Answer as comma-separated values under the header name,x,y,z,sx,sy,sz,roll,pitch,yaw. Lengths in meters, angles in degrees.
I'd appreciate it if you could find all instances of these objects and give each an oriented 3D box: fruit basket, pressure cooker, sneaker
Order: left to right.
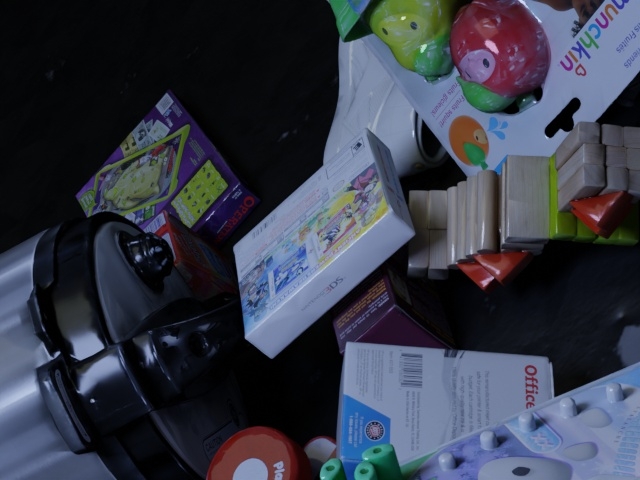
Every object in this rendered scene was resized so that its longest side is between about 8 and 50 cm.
name,x,y,z,sx,sy,sz,roll,pitch,yaw
pressure cooker,-0.261,0.174,1.930,0.420,0.375,0.370,-27,42,12
sneaker,0.106,-0.192,2.121,0.169,0.108,0.293,-17,55,41
fruit basket,0.149,-0.237,1.841,0.353,0.165,0.327,58,140,17

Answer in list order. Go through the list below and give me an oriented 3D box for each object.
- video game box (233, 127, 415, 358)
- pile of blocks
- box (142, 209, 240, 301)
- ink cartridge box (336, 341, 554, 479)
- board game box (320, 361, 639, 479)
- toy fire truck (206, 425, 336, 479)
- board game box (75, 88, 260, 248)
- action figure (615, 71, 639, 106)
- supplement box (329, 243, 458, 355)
name,x,y,z,sx,sy,sz,roll,pitch,yaw
video game box,0.000,0.000,1.895,0.205,0.048,0.187,-41,24,17
pile of blocks,0.213,-0.010,1.784,0.362,0.149,0.113,-21,62,53
box,-0.223,0.108,2.210,0.257,0.122,0.128,-44,31,13
ink cartridge box,0.111,0.172,1.651,0.082,0.190,0.140,98,177,-46
board game box,0.235,0.209,1.386,0.390,0.050,0.390,-21,29,-14
toy fire truck,-0.012,0.334,1.693,0.254,0.169,0.302,28,80,38
board game box,-0.210,-0.056,2.438,0.208,0.056,0.347,-44,32,4
action figure,0.413,-0.284,1.749,0.341,0.178,0.330,124,155,-46
supplement box,0.066,0.060,1.903,0.081,0.104,0.188,-41,33,18
